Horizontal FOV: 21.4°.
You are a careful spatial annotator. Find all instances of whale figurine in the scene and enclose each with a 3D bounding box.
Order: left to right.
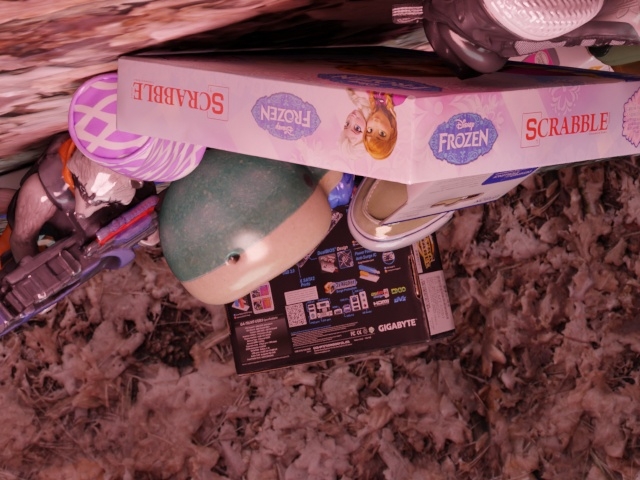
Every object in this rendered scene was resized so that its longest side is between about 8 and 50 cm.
[{"bbox_3d":[-0.080,-0.047,1.768,0.216,0.141,0.272,-32,-165,18],"label":"whale figurine"}]

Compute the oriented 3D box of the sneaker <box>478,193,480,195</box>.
[{"bbox_3d":[0.253,-0.125,2.296,0.091,0.126,0.240,-11,178,-15],"label":"sneaker"}]

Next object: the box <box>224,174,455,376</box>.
[{"bbox_3d":[0.000,0.000,2.075,0.295,0.293,0.073,-14,175,34],"label":"box"}]

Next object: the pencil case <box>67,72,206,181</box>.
[{"bbox_3d":[-0.156,-0.098,1.510,0.088,0.086,0.206,-4,179,10],"label":"pencil case"}]

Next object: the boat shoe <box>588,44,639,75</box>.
[{"bbox_3d":[0.346,-0.162,1.380,0.122,0.120,0.324,-43,-164,-12],"label":"boat shoe"}]

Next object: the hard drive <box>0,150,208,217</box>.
[{"bbox_3d":[-0.263,-0.078,2.010,0.318,0.040,0.210,-14,177,40],"label":"hard drive"}]

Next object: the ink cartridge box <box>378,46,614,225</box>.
[{"bbox_3d":[0.210,-0.127,1.702,0.175,0.069,0.371,-12,161,-37],"label":"ink cartridge box"}]

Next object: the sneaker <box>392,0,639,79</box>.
[{"bbox_3d":[0.178,-0.176,1.219,0.268,0.101,0.153,-2,173,-38],"label":"sneaker"}]

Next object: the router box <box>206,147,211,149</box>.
[{"bbox_3d":[-0.041,-0.131,1.758,0.179,0.046,0.133,-9,178,-37],"label":"router box"}]

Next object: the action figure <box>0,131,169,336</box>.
[{"bbox_3d":[-0.308,-0.011,1.757,0.330,0.178,0.341,-30,-175,42],"label":"action figure"}]

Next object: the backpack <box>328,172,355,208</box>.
[{"bbox_3d":[0.003,-0.094,1.948,0.101,0.120,0.098,-11,177,0],"label":"backpack"}]

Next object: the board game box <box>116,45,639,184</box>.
[{"bbox_3d":[0.057,-0.110,1.367,0.318,0.066,0.318,12,-165,42],"label":"board game box"}]

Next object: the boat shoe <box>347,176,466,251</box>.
[{"bbox_3d":[0.149,-0.108,1.914,0.302,0.109,0.094,-41,162,-6],"label":"boat shoe"}]
